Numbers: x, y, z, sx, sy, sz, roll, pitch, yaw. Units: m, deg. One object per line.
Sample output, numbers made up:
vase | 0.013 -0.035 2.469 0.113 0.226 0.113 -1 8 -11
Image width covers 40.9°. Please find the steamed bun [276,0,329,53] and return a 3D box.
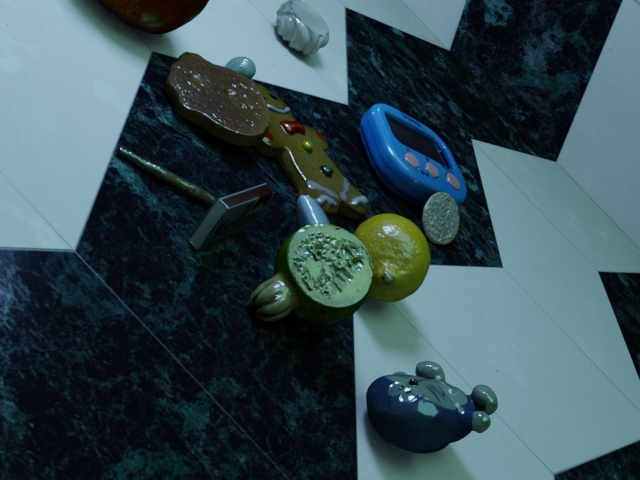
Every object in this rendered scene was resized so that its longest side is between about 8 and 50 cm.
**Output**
steamed bun | -0.062 -0.628 2.545 0.183 0.106 0.182 29 35 -22

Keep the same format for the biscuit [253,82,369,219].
biscuit | -0.054 -0.230 2.086 0.283 0.064 0.432 -5 57 -55

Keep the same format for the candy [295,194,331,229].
candy | 0.000 0.000 1.831 0.138 0.071 0.174 67 -1 -58

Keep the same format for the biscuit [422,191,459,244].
biscuit | 0.328 -0.059 2.338 0.152 0.020 0.152 1 89 -41

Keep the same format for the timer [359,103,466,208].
timer | 0.261 -0.230 2.450 0.340 0.115 0.309 21 40 -38

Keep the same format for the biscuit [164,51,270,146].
biscuit | -0.232 -0.317 1.956 0.257 0.049 0.273 22 34 -20

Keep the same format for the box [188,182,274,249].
box | -0.169 -0.049 1.648 0.036 0.115 0.177 44 27 10

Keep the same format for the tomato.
tomato | -0.387 -0.615 1.959 0.304 0.239 0.303 20 46 -21

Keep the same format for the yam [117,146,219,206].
yam | -0.292 -0.118 1.671 0.234 0.029 0.027 28 6 -26

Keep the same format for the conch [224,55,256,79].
conch | -0.201 -0.436 2.168 0.076 0.056 0.085 31 29 0

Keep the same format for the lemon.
lemon | 0.148 0.039 1.888 0.187 0.187 0.244 38 29 -15

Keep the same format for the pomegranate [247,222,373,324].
pomegranate | -0.016 0.093 1.645 0.190 0.159 0.240 32 56 -4

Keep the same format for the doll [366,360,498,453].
doll | 0.198 0.316 1.635 0.228 0.154 0.258 25 4 38
